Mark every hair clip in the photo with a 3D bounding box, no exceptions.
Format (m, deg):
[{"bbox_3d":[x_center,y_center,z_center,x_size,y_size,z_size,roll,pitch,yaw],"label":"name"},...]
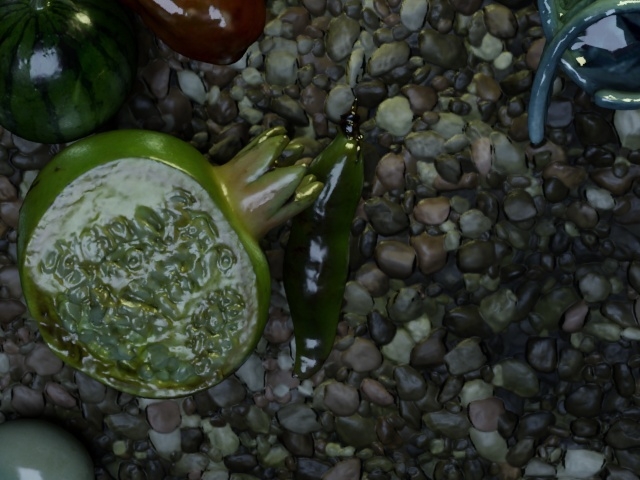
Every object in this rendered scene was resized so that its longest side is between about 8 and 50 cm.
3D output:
[{"bbox_3d":[0.337,-0.211,1.664,0.238,0.318,0.392,4,111,11],"label":"hair clip"}]

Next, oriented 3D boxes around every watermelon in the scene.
[{"bbox_3d":[-0.297,-0.209,1.830,0.188,0.188,0.215,2,149,9],"label":"watermelon"}]

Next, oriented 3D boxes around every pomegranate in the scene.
[{"bbox_3d":[-0.164,-0.003,1.879,0.358,0.216,0.310,-35,101,1],"label":"pomegranate"}]

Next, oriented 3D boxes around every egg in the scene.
[{"bbox_3d":[-0.351,0.278,2.048,0.152,0.114,0.114,27,111,-3],"label":"egg"}]

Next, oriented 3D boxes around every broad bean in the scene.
[{"bbox_3d":[0.000,0.000,1.922,0.077,0.061,0.339,9,110,-5],"label":"broad bean"},{"bbox_3d":[-0.161,-0.284,1.805,0.228,0.156,0.122,37,124,-2],"label":"broad bean"}]
